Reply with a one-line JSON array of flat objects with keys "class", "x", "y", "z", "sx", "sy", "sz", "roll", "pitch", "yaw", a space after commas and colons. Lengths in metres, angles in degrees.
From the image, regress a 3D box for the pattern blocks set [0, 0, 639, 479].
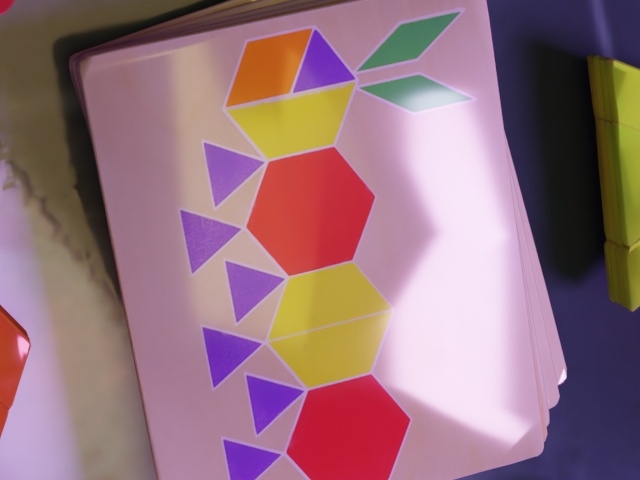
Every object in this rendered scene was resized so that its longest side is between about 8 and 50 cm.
[{"class": "pattern blocks set", "x": 0.000, "y": 0.000, "z": 0.622, "sx": 0.285, "sy": 0.026, "sz": 0.325, "roll": -5, "pitch": 104, "yaw": -17}]
